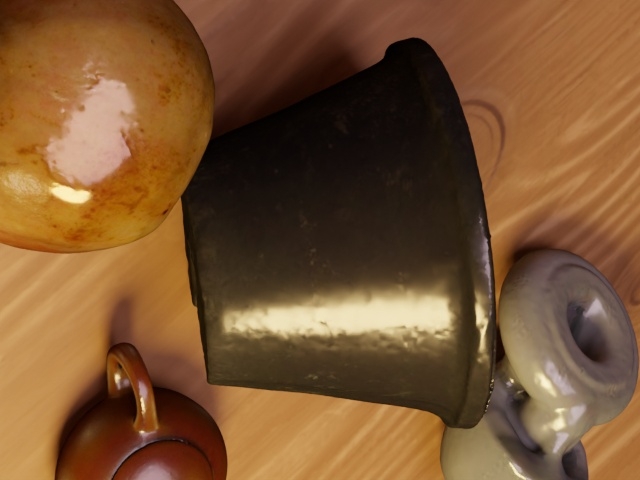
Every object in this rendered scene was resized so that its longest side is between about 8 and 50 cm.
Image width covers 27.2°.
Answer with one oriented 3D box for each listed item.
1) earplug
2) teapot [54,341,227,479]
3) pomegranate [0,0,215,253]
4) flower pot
[{"bbox_3d":[0.254,0.169,1.538,0.214,0.175,0.325,28,81,-30],"label":"earplug"},{"bbox_3d":[-0.169,0.221,1.308,0.178,0.135,0.252,-19,115,-29],"label":"teapot"},{"bbox_3d":[-0.229,-0.114,1.108,0.270,0.229,0.252,16,96,-28],"label":"pomegranate"},{"bbox_3d":[0.000,0.000,1.242,0.251,0.379,0.379,-7,110,-7],"label":"flower pot"}]
